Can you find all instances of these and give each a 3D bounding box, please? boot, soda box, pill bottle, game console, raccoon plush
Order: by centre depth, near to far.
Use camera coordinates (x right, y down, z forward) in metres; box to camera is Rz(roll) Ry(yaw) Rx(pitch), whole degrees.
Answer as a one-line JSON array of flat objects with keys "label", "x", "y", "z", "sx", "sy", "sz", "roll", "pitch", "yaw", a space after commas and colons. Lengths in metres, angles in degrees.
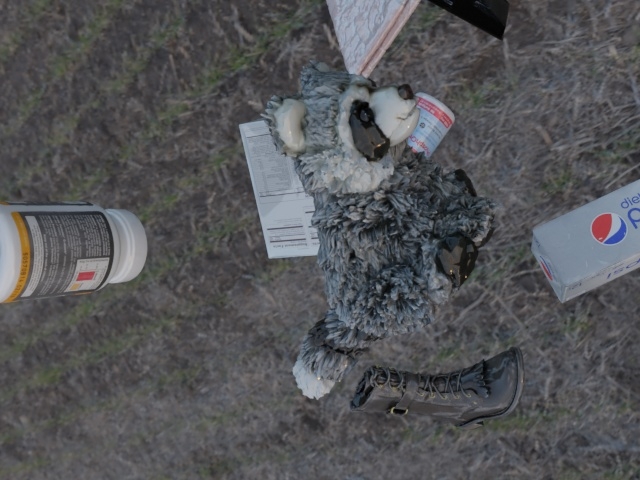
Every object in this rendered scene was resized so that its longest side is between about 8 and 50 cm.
[{"label": "game console", "x": 0.075, "y": -0.371, "z": 0.925, "sx": 0.044, "sy": 0.213, "sz": 0.361, "roll": -52, "pitch": 49, "yaw": 26}, {"label": "raccoon plush", "x": 0.000, "y": 0.000, "z": 0.975, "sx": 0.299, "sy": 0.216, "sz": 0.446, "roll": 35, "pitch": 110, "yaw": -7}, {"label": "soda box", "x": 0.445, "y": -0.023, "z": 1.089, "sx": 0.286, "sy": 0.091, "sz": 0.098, "roll": -26, "pitch": 67, "yaw": 3}, {"label": "boot", "x": 0.182, "y": 0.240, "z": 1.269, "sx": 0.263, "sy": 0.229, "sz": 0.091, "roll": 119, "pitch": 157, "yaw": -49}, {"label": "pill bottle", "x": -0.436, "y": 0.014, "z": 1.292, "sx": 0.162, "sy": 0.278, "sz": 0.162, "roll": 1, "pitch": 92, "yaw": 36}, {"label": "pill bottle", "x": 0.157, "y": -0.172, "z": 1.365, "sx": 0.087, "sy": 0.087, "sz": 0.160, "roll": 33, "pitch": 87, "yaw": 27}]

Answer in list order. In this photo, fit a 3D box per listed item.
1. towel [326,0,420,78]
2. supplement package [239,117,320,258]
[{"label": "towel", "x": 0.112, "y": -0.562, "z": 1.687, "sx": 0.317, "sy": 0.053, "sz": 0.331, "roll": -52, "pitch": 40, "yaw": 44}, {"label": "supplement package", "x": 0.001, "y": -0.123, "z": 1.499, "sx": 0.198, "sy": 0.199, "sz": 0.262, "roll": -5, "pitch": 104, "yaw": 30}]
